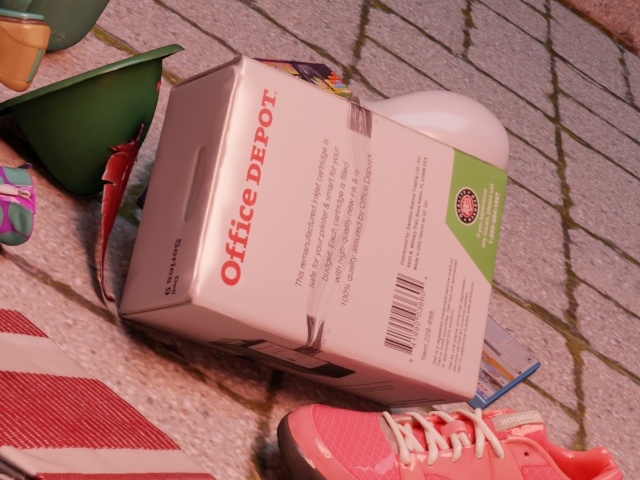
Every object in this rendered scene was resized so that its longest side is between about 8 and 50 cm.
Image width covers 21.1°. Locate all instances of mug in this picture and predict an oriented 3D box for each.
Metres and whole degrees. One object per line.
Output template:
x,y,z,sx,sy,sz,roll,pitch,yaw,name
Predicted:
-0.279,-0.244,1.641,0.129,0.097,0.157,48,26,23,mug

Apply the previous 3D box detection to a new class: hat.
-0.181,-0.053,1.482,0.208,0.173,0.184,-25,96,-42,hat

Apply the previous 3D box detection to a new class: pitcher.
0.091,-0.119,1.917,0.207,0.125,0.178,7,21,-31,pitcher

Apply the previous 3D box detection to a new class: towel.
-0.235,0.069,1.091,0.329,0.037,0.237,36,8,22,towel

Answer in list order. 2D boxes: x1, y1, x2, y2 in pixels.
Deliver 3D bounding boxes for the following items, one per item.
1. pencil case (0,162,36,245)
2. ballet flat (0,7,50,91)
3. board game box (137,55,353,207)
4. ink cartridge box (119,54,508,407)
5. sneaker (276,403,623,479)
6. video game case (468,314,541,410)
-0.287,-0.040,1.288,0.151,0.070,0.064,13,64,-40,pencil case
-0.334,-0.179,1.463,0.232,0.073,0.080,18,13,30,ballet flat
-0.068,-0.086,1.549,0.048,0.170,0.141,48,25,23,board game box
0.000,0.000,1.422,0.289,0.121,0.211,22,70,-31,ink cartridge box
0.109,0.171,1.362,0.314,0.136,0.116,22,26,-30,sneaker
0.145,0.105,1.689,0.119,0.015,0.166,43,24,13,video game case
